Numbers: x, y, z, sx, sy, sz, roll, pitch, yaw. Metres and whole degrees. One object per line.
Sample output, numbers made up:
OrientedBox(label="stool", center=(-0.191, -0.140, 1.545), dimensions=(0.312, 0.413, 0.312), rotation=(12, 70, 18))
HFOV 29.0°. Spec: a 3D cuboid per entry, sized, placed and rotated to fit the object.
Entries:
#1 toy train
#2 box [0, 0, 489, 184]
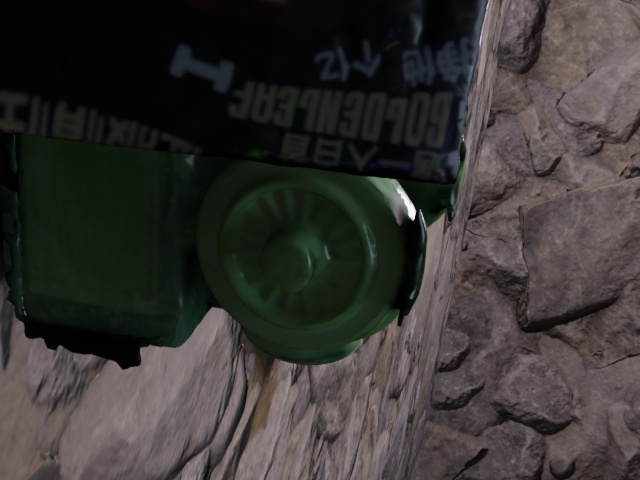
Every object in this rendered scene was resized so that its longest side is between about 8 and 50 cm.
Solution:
OrientedBox(label="toy train", center=(-0.031, -0.075, 0.518), dimensions=(0.159, 0.188, 0.272), rotation=(-57, 154, -62))
OrientedBox(label="box", center=(-0.038, -0.181, 0.331), dimensions=(0.084, 0.198, 0.310), rotation=(-141, -121, -68))
